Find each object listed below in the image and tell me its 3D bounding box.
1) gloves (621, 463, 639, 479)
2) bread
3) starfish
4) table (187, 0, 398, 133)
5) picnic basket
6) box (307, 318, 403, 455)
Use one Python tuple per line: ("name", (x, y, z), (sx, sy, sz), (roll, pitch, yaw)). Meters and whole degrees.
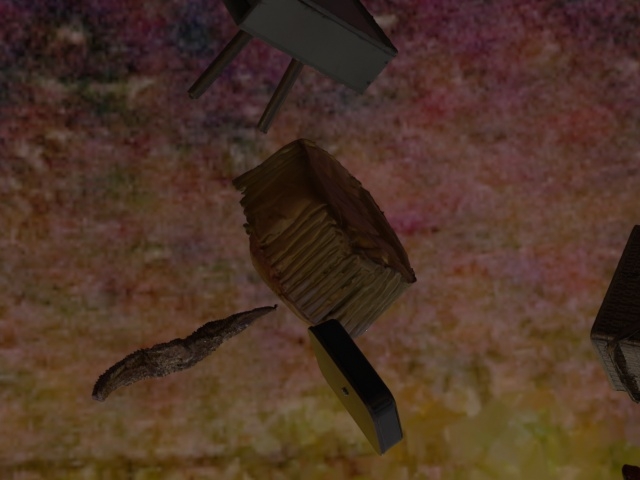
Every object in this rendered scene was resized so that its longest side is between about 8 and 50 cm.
("gloves", (0.376, 0.341, 1.282), (0.219, 0.140, 0.131), (32, 172, -4))
("bread", (0.000, 0.000, 1.354), (0.133, 0.250, 0.179), (-45, 138, 18))
("starfish", (-0.160, 0.124, 1.269), (0.227, 0.043, 0.240), (-19, -178, -27))
("table", (-0.064, -0.187, 0.841), (0.122, 0.240, 0.111), (23, 118, -42))
("picnic basket", (0.344, 0.073, 1.153), (0.080, 0.164, 0.115), (7, 147, 37))
("box", (0.034, 0.137, 1.094), (0.031, 0.126, 0.091), (-28, 139, -12))
